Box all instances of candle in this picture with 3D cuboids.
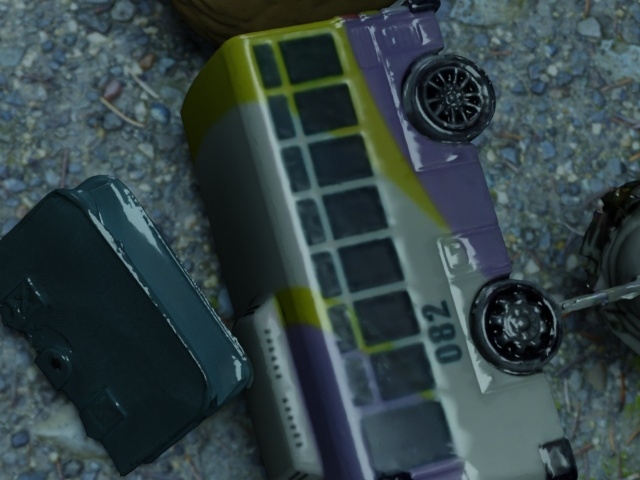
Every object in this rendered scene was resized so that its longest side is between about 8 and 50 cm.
[{"bbox_3d":[0.337,0.021,1.586,0.330,0.187,0.187,-16,74,-52],"label":"candle"}]

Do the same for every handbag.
[{"bbox_3d":[-0.182,0.074,1.494,0.229,0.179,0.062,55,36,5],"label":"handbag"}]

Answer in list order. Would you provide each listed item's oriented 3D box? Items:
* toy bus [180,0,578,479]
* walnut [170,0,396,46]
[{"bbox_3d":[0.040,0.037,1.531,0.249,0.209,0.440,-12,80,-21],"label":"toy bus"},{"bbox_3d":[-0.029,-0.323,1.619,0.313,0.277,0.252,-25,44,-28],"label":"walnut"}]
